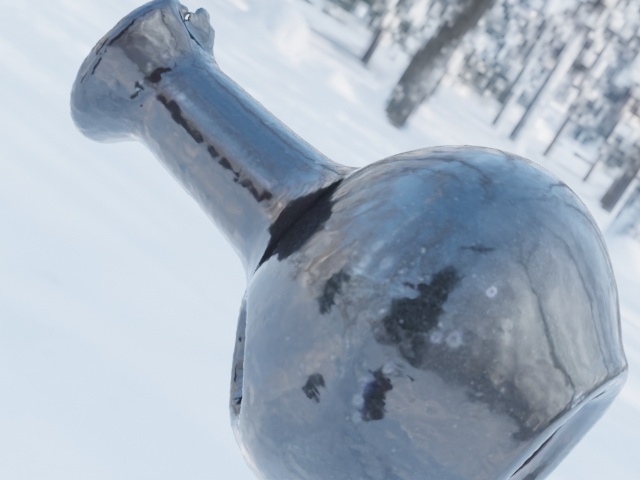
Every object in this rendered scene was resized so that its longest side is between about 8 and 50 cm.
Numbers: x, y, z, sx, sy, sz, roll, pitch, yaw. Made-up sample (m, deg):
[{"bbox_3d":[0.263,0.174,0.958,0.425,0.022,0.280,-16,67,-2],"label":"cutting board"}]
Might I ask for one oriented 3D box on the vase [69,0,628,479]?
[{"bbox_3d":[0.000,0.000,0.401,0.183,0.120,0.120,45,15,21],"label":"vase"}]
